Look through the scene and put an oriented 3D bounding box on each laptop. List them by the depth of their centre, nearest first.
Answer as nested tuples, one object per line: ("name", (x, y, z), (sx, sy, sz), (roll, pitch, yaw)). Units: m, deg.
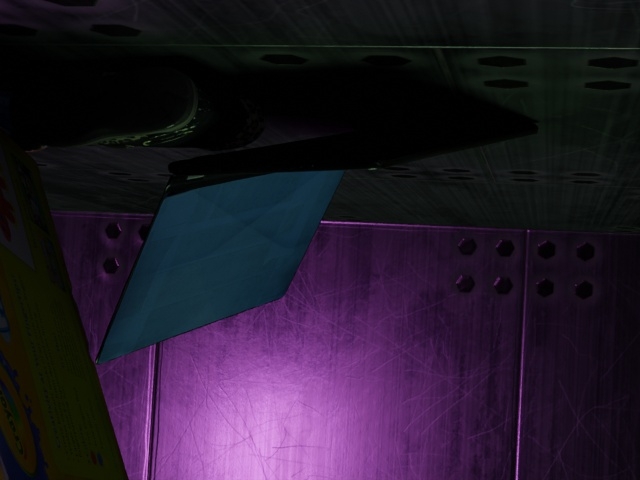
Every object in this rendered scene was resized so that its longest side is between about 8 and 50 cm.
("laptop", (0.000, 0.000, 1.306), (0.408, 0.236, 0.382), (1, -170, 34))

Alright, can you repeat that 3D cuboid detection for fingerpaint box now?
("fingerpaint box", (-0.368, 0.075, 1.115), (0.163, 0.445, 0.371), (-21, 163, 1))

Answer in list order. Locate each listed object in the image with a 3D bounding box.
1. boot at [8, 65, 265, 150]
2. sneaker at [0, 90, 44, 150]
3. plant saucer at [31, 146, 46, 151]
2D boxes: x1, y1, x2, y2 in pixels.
("boot", (-0.194, -0.133, 1.194), (0.236, 0.085, 0.178), (1, 178, 28))
("sneaker", (-0.397, -0.155, 1.310), (0.083, 0.071, 0.190), (26, -168, 37))
("plant saucer", (-0.461, -0.151, 1.563), (0.198, 0.036, 0.198), (4, 176, 0))
